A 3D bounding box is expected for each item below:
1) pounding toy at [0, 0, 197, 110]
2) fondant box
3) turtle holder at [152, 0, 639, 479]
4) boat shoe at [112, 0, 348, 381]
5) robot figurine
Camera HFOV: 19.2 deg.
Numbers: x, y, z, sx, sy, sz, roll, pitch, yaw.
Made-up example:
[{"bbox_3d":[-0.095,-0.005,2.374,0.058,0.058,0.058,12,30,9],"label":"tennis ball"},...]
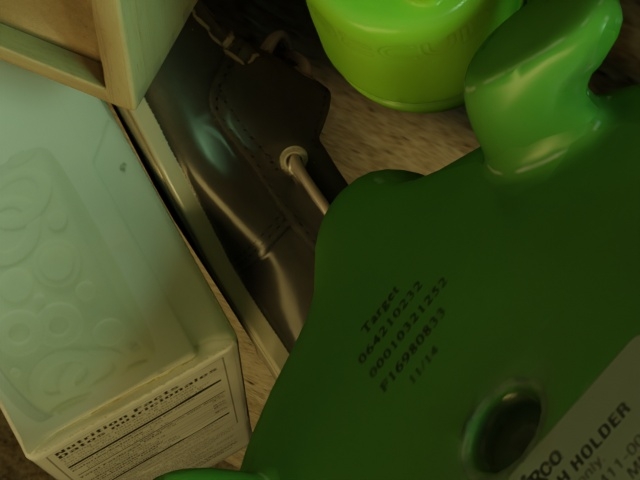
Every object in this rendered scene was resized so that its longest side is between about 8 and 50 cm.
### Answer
[{"bbox_3d":[-0.101,-0.124,0.640,0.130,0.100,0.141,22,157,9],"label":"pounding toy"},{"bbox_3d":[-0.128,-0.006,0.871,0.238,0.096,0.330,60,172,11],"label":"fondant box"},{"bbox_3d":[0.088,0.090,0.548,0.227,0.243,0.320,34,161,-28],"label":"turtle holder"},{"bbox_3d":[0.000,0.000,0.762,0.335,0.095,0.112,62,175,-6],"label":"boat shoe"},{"bbox_3d":[0.029,-0.080,0.586,0.101,0.067,0.115,17,167,14],"label":"robot figurine"}]
